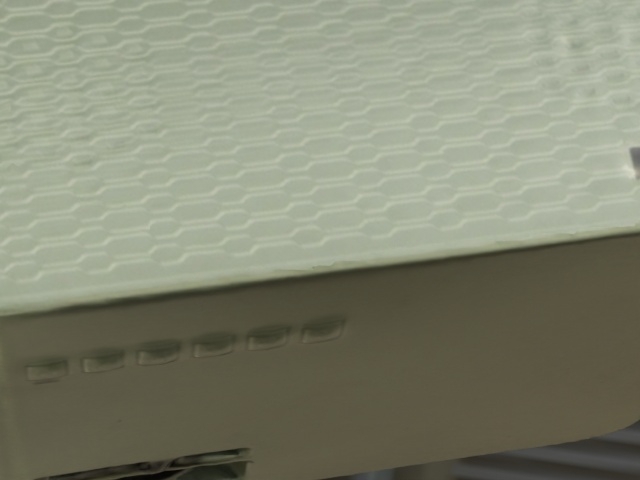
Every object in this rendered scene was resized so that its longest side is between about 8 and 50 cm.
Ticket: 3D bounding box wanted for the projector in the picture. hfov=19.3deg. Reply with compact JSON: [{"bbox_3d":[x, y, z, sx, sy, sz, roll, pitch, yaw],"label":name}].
[{"bbox_3d":[0.000,0.000,0.603,0.250,0.108,0.198,-8,-24,-8],"label":"projector"}]
